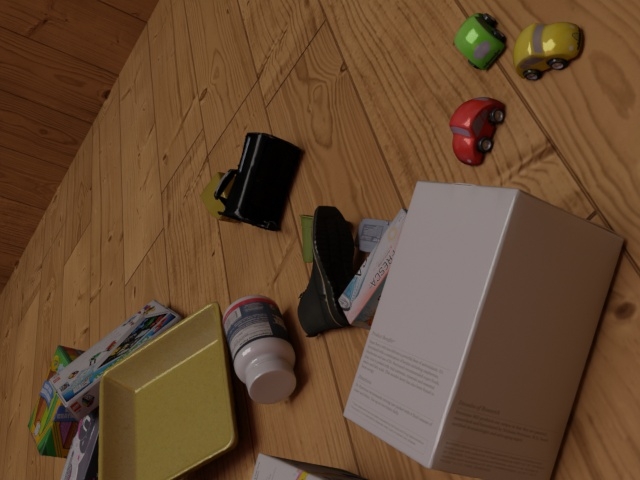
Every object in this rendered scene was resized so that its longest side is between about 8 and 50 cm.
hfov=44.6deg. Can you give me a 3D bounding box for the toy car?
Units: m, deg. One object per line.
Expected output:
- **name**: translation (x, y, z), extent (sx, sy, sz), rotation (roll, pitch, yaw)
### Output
- **toy car**: translation (0.235, -0.254, 1.104), extent (0.239, 0.053, 0.225), rotation (-50, 37, 31)

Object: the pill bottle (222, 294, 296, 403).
- **pill bottle**: translation (-0.102, 0.189, 1.344), extent (0.108, 0.108, 0.180), rotation (-56, 34, 24)

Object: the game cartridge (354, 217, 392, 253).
- **game cartridge**: translation (0.085, -0.006, 1.245), extent (0.083, 0.017, 0.056), rotation (11, 79, 59)

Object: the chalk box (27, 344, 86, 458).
- **chalk box**: translation (-0.577, 0.376, 1.933), extent (0.180, 0.179, 0.289), rotation (20, 91, 59)

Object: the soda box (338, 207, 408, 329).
- **soda box**: translation (0.102, 0.045, 1.146), extent (0.183, 0.058, 0.063), rotation (-56, 33, 22)

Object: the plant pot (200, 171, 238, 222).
- **plant pot**: translation (-0.200, -0.085, 1.688), extent (0.081, 0.081, 0.083), rotation (-47, 48, 34)

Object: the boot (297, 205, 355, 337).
- **boot**: translation (-0.006, 0.055, 1.274), extent (0.137, 0.077, 0.198), rotation (-33, 59, 53)

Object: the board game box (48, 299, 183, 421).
- **board game box**: translation (-0.455, 0.261, 1.763), extent (0.305, 0.053, 0.193), rotation (-38, 24, -19)

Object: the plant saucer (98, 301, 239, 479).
- **plant saucer**: translation (-0.285, 0.331, 1.515), extent (0.333, 0.081, 0.333), rotation (-33, 43, 19)

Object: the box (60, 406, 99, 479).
- **box**: translation (-0.472, 0.468, 1.748), extent (0.163, 0.142, 0.247), rotation (12, 83, 59)

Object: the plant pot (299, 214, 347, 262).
- **plant pot**: translation (0.000, 0.000, 1.327), extent (0.083, 0.083, 0.079), rotation (12, 96, 59)

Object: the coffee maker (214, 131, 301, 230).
- **coffee maker**: translation (-0.107, -0.114, 1.540), extent (0.171, 0.120, 0.178), rotation (16, 88, 36)

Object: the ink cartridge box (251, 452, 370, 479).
- **ink cartridge box**: translation (0.021, 0.351, 1.010), extent (0.212, 0.154, 0.093), rotation (-1, 72, 59)

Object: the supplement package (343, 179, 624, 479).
- **supplement package**: translation (0.179, 0.099, 0.875), extent (0.177, 0.175, 0.293), rotation (15, 86, 61)
